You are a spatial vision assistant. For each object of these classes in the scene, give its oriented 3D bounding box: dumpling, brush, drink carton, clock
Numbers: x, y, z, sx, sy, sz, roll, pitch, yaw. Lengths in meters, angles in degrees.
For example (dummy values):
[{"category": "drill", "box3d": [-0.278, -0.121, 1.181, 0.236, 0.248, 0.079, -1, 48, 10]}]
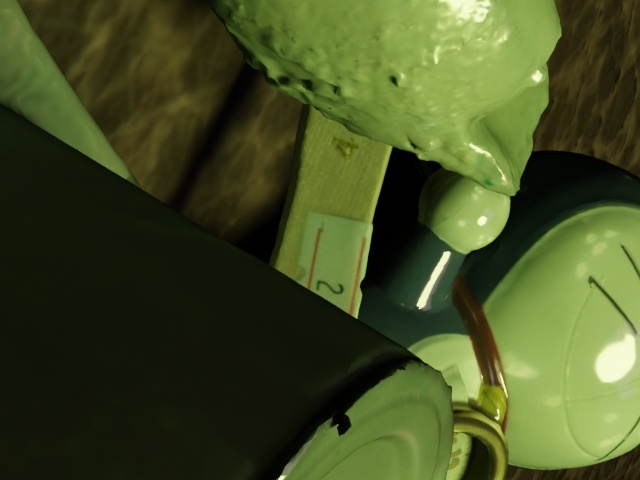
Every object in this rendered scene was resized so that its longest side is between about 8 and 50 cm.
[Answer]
[{"category": "dumpling", "box3d": [0.014, -0.107, 0.502, 0.108, 0.153, 0.219, -26, 120, 11]}, {"category": "brush", "box3d": [0.000, 0.000, 0.549, 0.020, 0.085, 0.337, 127, -25, -81]}, {"category": "drink carton", "box3d": [-0.075, 0.061, 0.435, 0.191, 0.189, 0.185, -51, 156, -16]}, {"category": "clock", "box3d": [0.069, 0.046, 0.659, 0.243, 0.146, 0.200, -18, 127, -26]}]

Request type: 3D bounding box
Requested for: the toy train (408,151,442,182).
[{"category": "toy train", "box3d": [0.079, -0.049, 0.731, 0.055, 0.048, 0.252, -54, 152, -8]}]
